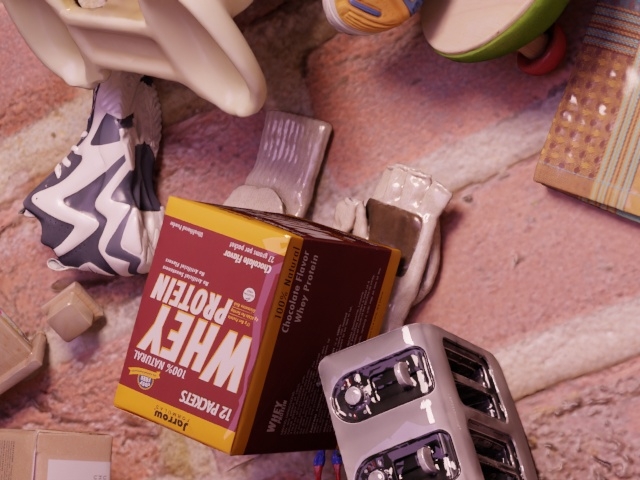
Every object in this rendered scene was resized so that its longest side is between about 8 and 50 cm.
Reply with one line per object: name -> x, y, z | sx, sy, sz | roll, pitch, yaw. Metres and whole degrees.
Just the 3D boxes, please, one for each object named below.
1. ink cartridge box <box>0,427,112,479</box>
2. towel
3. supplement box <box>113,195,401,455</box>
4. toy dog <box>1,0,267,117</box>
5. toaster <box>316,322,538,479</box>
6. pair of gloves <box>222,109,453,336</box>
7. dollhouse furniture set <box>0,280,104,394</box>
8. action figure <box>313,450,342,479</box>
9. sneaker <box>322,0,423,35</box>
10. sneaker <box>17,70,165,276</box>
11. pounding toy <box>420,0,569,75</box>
ink cartridge box -> -0.287, 0.299, 1.719 | 0.193, 0.088, 0.234 | -5, 79, 54
towel -> 0.376, -0.113, 1.455 | 0.370, 0.040, 0.271 | 22, 93, 33
supplement box -> -0.052, 0.075, 1.546 | 0.129, 0.194, 0.191 | 19, 96, 30
toy dog -> -0.118, -0.374, 1.611 | 0.284, 0.395, 0.408 | 5, 51, 44
toaster -> 0.098, 0.176, 1.504 | 0.110, 0.186, 0.168 | -26, 62, 23
pair of gloves -> 0.000, 0.000, 1.659 | 0.240, 0.042, 0.204 | 27, 97, 32
dollhouse furniture set -> -0.449, 0.034, 1.832 | 0.355, 0.303, 0.174 | -33, 23, 16
action figure -> 0.009, 0.175, 1.634 | 0.038, 0.030, 0.115 | -8, 73, 24
sneaker -> 0.083, -0.314, 1.571 | 0.112, 0.131, 0.296 | 35, 82, -10
sneaker -> -0.240, -0.075, 1.781 | 0.153, 0.094, 0.235 | -9, 88, 21
pounding toy -> 0.186, -0.236, 1.565 | 0.183, 0.110, 0.237 | -39, 35, 32
